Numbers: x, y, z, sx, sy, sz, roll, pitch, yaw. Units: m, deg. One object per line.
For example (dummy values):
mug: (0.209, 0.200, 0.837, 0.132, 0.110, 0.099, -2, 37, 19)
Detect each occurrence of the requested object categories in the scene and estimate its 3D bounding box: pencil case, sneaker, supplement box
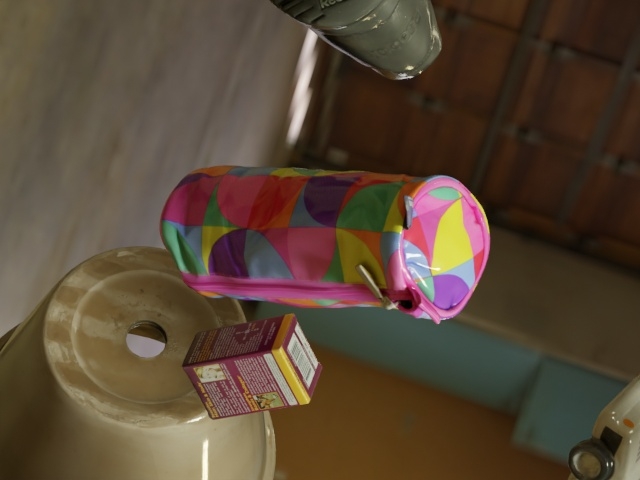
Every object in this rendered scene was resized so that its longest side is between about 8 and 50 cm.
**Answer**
pencil case: (0.000, 0.000, 1.350, 0.104, 0.236, 0.104, -5, 96, -48)
sneaker: (-0.009, -0.204, 1.279, 0.130, 0.109, 0.286, 44, 17, -48)
supplement box: (-0.049, 0.092, 1.443, 0.055, 0.083, 0.043, 64, 29, -30)

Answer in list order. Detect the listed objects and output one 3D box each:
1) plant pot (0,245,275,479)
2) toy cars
plant pot: (-0.181, 0.157, 1.883, 0.280, 0.323, 0.323, 113, -3, -57)
toy cars: (0.179, 0.292, 1.575, 0.394, 0.087, 0.176, -55, 162, -6)
